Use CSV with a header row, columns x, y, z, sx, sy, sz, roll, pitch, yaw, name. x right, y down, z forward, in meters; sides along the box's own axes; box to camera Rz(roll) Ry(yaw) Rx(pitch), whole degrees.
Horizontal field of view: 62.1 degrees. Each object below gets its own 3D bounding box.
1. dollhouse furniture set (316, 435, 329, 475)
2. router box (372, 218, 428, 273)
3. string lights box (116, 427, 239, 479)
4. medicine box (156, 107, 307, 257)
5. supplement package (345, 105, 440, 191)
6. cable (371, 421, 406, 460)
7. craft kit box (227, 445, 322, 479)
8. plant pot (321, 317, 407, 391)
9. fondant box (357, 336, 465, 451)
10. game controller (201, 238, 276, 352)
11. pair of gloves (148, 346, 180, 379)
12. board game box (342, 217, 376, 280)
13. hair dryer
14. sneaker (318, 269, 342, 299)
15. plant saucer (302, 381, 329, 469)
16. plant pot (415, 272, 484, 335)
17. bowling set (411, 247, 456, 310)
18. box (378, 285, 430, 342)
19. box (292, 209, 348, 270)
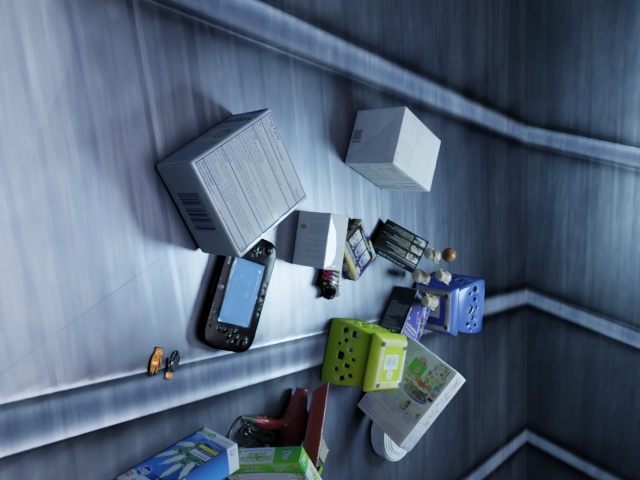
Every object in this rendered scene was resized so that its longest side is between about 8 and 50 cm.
x,y,z,sx,sy,sz,roll,pitch,yaw,name
-0.028,0.736,1.786,0.076,0.059,0.151,67,28,-21,dollhouse furniture set
0.292,0.019,1.961,0.133,0.179,0.046,-59,177,-26,router box
-0.341,0.568,1.300,0.260,0.133,0.076,-16,108,-48,string lights box
-0.209,-0.147,1.336,0.289,0.149,0.263,-45,125,-37,medicine box
0.254,-0.306,1.838,0.263,0.198,0.199,25,75,-49,supplement package
0.301,0.745,2.132,0.257,0.089,0.257,-56,132,-28,cable
-0.125,0.673,1.489,0.061,0.250,0.246,-75,149,-50,craft kit box
0.163,0.399,1.825,0.228,0.207,0.227,17,83,-49,plant pot
0.328,0.556,1.940,0.330,0.238,0.096,-51,134,-3,fondant box
-0.219,0.139,1.438,0.166,0.067,0.319,25,75,-49,game controller
-0.383,0.302,1.308,0.083,0.010,0.074,30,72,-49,pair of gloves
0.117,0.032,1.841,0.141,0.048,0.170,-47,129,-33,board game box
-0.125,0.559,1.600,0.293,0.080,0.223,-43,125,-38,hair dryer
0.028,0.122,1.733,0.075,0.063,0.170,-38,128,-48,sneaker
-0.026,0.602,1.625,0.259,0.048,0.258,100,1,-47,plant saucer
0.527,0.269,2.230,0.212,0.236,0.235,-6,100,-44,plant pot
0.447,0.111,2.046,0.154,0.200,0.286,16,53,-63,bowling set
0.333,0.305,2.092,0.153,0.108,0.207,45,62,-43,box
0.000,0.000,1.631,0.091,0.130,0.170,10,88,-50,box
